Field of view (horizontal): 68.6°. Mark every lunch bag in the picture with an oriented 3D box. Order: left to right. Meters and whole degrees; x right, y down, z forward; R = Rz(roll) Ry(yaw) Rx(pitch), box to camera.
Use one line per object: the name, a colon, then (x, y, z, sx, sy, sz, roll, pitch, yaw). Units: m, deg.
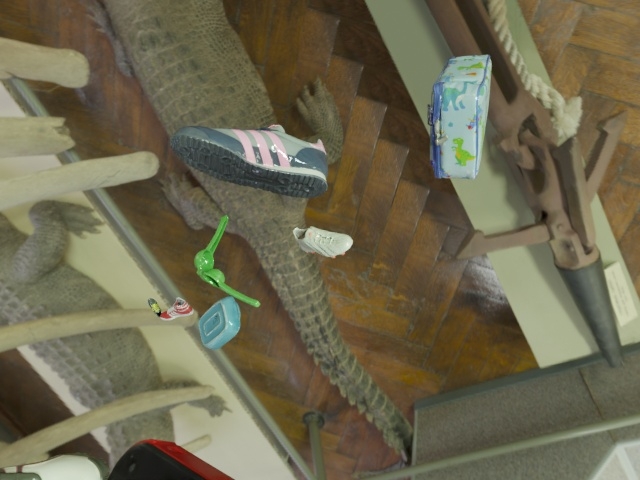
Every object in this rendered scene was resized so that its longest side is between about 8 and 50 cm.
lunch bag: (0.249, -0.216, 0.829, 0.090, 0.219, 0.176, 5, 129, 21)

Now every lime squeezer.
lime squeezer: (-0.230, 0.065, 1.086, 0.110, 0.310, 0.058, -15, 133, -16)

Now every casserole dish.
casserole dish: (-0.284, 0.229, 1.293, 0.188, 0.037, 0.114, -40, 58, 36)

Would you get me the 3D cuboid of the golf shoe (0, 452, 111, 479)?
golf shoe: (-0.458, 0.383, 0.691, 0.273, 0.120, 0.105, -7, 70, -3)

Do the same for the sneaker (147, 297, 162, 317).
sneaker: (-0.580, 0.238, 1.655, 0.035, 0.031, 0.083, 25, 145, 49)

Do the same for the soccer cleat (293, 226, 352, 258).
soccer cleat: (0.000, 0.000, 1.221, 0.196, 0.068, 0.076, 2, 139, 49)

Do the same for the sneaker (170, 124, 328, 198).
sneaker: (-0.135, -0.185, 0.955, 0.319, 0.131, 0.112, 15, 151, -20)

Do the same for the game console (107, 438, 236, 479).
game console: (-0.188, 0.444, 0.536, 0.387, 0.341, 0.060, 4, 152, 40)

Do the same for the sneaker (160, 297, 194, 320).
sneaker: (-0.490, 0.228, 1.564, 0.119, 0.042, 0.067, -13, 132, 7)
